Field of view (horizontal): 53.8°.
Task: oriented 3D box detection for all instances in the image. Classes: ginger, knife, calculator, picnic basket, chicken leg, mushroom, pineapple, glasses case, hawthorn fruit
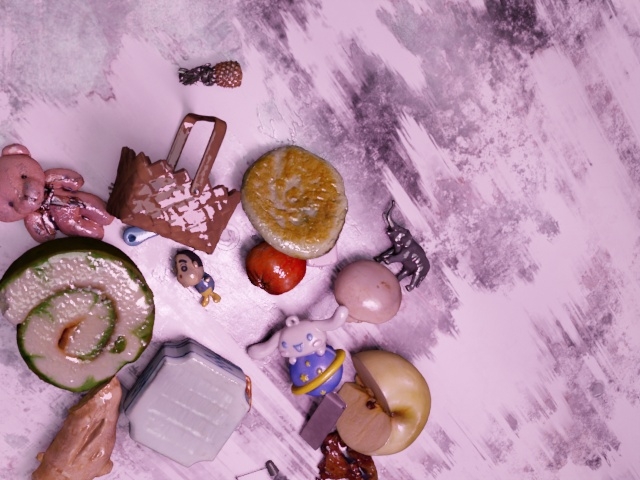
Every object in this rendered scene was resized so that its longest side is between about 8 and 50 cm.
[{"bbox_3d":[-0.602,0.501,1.616,0.190,0.126,0.354,21,93,-17],"label":"ginger"},{"bbox_3d":[-0.393,-0.029,1.654,0.244,0.032,0.058,-13,100,-22],"label":"knife"},{"bbox_3d":[0.000,0.000,1.799,0.100,0.032,0.175,-6,102,-19],"label":"calculator"},{"bbox_3d":[-0.339,-0.153,1.524,0.291,0.254,0.321,23,91,-30],"label":"picnic basket"},{"bbox_3d":[0.088,0.726,1.948,0.177,0.083,0.322,-36,108,-2],"label":"chicken leg"},{"bbox_3d":[0.126,0.164,1.810,0.204,0.204,0.204,-4,101,-20],"label":"mushroom"},{"bbox_3d":[-0.280,-0.419,1.601,0.159,0.074,0.074,-6,102,-16],"label":"pineapple"},{"bbox_3d":[0.008,0.526,1.842,0.042,0.072,0.191,-11,137,-52],"label":"glasses case"},{"bbox_3d":[-0.106,0.056,1.717,0.194,0.157,0.157,-43,113,-33],"label":"hawthorn fruit"}]

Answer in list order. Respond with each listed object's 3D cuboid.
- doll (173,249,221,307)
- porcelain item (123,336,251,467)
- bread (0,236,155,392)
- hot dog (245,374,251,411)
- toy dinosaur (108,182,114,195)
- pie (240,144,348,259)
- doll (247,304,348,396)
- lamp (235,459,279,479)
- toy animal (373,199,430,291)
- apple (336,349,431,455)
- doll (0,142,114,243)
[{"bbox_3d":[-0.332,0.100,1.670,0.179,0.102,0.089,60,35,-15],"label":"doll"},{"bbox_3d":[-0.350,0.424,1.672,0.286,0.157,0.281,34,89,-18],"label":"porcelain item"},{"bbox_3d":[-0.597,0.177,1.529,0.382,0.129,0.366,22,98,-29],"label":"bread"},{"bbox_3d":[-0.220,0.438,1.797,0.049,0.037,0.122,-3,99,-34],"label":"hot dog"},{"bbox_3d":[-0.500,-0.110,1.598,0.060,0.029,0.120,-15,108,-35],"label":"toy dinosaur"},{"bbox_3d":[-0.068,-0.108,1.675,0.323,0.070,0.323,8,68,-20],"label":"pie"},{"bbox_3d":[-0.007,0.302,1.781,0.311,0.159,0.242,-40,85,20],"label":"doll"},{"bbox_3d":[-0.185,0.687,1.857,0.121,0.041,0.054,-28,100,-17],"label":"lamp"},{"bbox_3d":[0.230,0.028,1.868,0.137,0.082,0.269,-36,106,-14],"label":"toy animal"},{"bbox_3d":[0.189,0.464,1.835,0.233,0.258,0.295,7,100,-23],"label":"apple"},{"bbox_3d":[-0.635,-0.085,1.486,0.303,0.156,0.201,25,89,-27],"label":"doll"}]
